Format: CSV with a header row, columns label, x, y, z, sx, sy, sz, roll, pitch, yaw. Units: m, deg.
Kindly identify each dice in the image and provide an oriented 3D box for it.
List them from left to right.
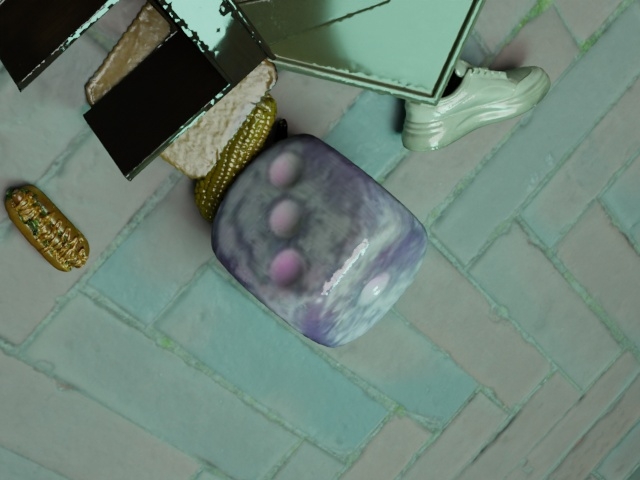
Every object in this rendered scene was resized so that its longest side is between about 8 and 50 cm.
label,x,y,z,sx,sy,sz,roll,pitch,yaw
dice,0.000,0.000,1.522,0.270,0.271,0.270,-50,153,2

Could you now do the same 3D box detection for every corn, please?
label,x,y,z,sx,sy,sz,roll,pitch,yaw
corn,-0.145,-0.153,1.513,0.097,0.097,0.262,11,110,-34

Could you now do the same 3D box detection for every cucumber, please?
label,x,y,z,sx,sy,sz,roll,pitch,yaw
cucumber,-0.070,-0.153,1.595,0.034,0.033,0.135,-1,119,7

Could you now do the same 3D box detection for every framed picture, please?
label,x,y,z,sx,sy,sz,roll,pitch,yaw
framed picture,0.055,-0.404,1.439,0.446,0.028,0.326,10,123,-21

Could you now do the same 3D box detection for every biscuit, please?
label,x,y,z,sx,sy,sz,roll,pitch,yaw
biscuit,-0.219,-0.247,1.414,0.237,0.013,0.232,36,95,-16

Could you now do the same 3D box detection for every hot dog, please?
label,x,y,z,sx,sy,sz,roll,pitch,yaw
hot dog,-0.437,-0.014,1.443,0.072,0.055,0.188,-40,128,-7

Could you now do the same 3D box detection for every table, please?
label,x,y,z,sx,sy,sz,roll,pitch,yaw
table,-0.265,-0.278,1.239,0.282,0.196,0.250,-42,143,1

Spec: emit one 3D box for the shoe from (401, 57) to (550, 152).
label,x,y,z,sx,sy,sz,roll,pitch,yaw
shoe,0.278,-0.292,1.670,0.316,0.124,0.159,-29,120,-13
